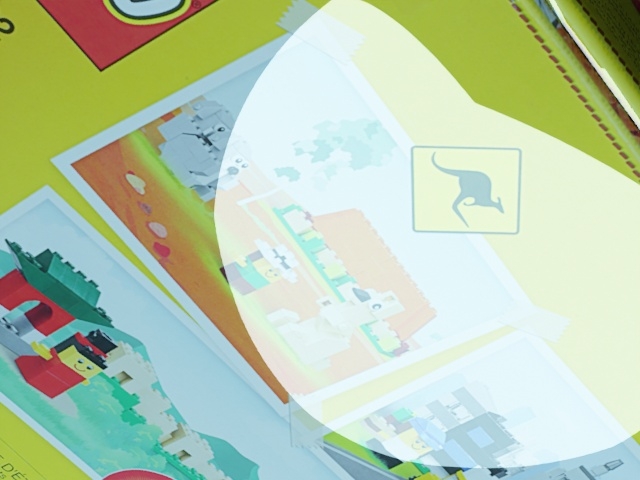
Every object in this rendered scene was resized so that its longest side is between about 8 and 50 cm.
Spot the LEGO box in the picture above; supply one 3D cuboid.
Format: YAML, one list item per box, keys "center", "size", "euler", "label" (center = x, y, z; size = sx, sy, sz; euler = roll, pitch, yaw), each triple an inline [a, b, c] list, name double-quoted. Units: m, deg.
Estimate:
- center: [0.000, 0.000, 0.706]
  size: [0.372, 0.193, 0.500]
  euler: [-26, 121, 26]
  label: "LEGO box"
